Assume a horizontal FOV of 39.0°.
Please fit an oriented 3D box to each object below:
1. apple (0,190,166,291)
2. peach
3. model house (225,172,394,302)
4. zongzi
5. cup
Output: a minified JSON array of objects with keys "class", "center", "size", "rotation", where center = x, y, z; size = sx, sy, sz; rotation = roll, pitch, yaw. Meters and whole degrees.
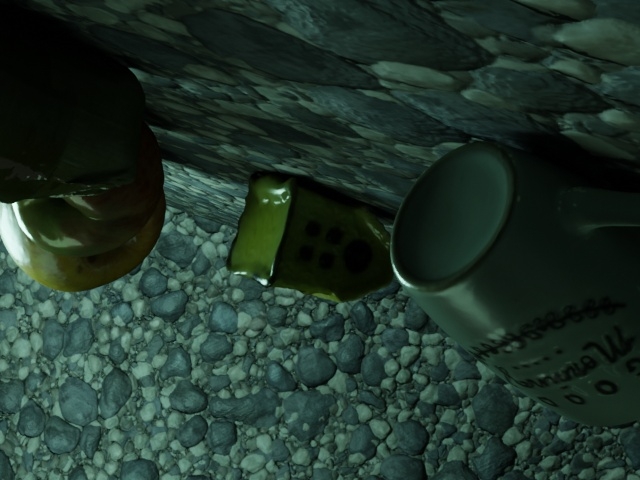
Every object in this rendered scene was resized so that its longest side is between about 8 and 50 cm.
[{"class":"apple","center":[-0.427,-0.065,1.588],"size":[0.299,0.299,0.275],"rotation":[25,-159,-52]},{"class":"peach","center":[-0.312,-0.094,1.229],"size":[0.233,0.232,0.232],"rotation":[19,176,2]},{"class":"model house","center":[0.000,0.000,1.402],"size":[0.234,0.174,0.193],"rotation":[10,179,-27]},{"class":"zongzi","center":[-0.428,-0.152,0.925],"size":[0.393,0.174,0.356],"rotation":[1,162,41]},{"class":"cup","center":[0.209,0.016,0.724],"size":[0.234,0.186,0.258],"rotation":[32,140,-33]}]
